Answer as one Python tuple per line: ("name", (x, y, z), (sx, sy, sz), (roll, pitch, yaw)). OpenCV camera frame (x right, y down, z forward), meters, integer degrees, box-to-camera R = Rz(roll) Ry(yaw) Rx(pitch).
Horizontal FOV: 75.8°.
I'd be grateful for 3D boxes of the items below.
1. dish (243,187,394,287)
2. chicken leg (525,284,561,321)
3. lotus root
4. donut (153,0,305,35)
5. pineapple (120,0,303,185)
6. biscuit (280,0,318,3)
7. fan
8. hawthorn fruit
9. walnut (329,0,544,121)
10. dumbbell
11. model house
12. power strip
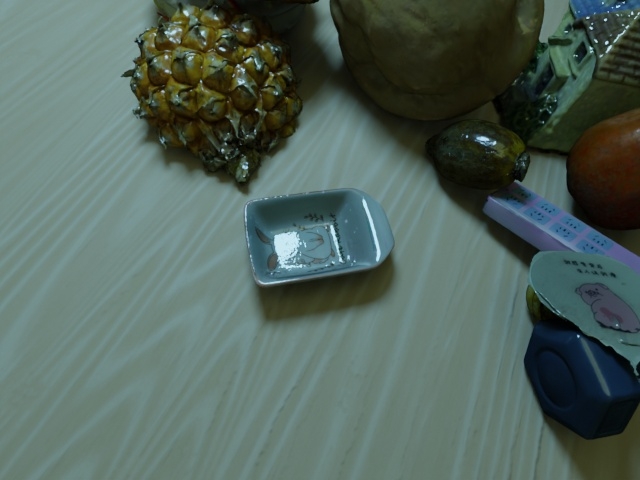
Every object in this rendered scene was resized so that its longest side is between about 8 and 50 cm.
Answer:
("dish", (0.000, 0.000, 0.665), (0.234, 0.064, 0.154), (-9, 62, -9))
("chicken leg", (0.406, 0.073, 0.666), (0.178, 0.070, 0.093), (-28, 50, -32))
("lotus root", (0.271, -0.155, 0.736), (0.120, 0.120, 0.209), (-36, 41, -22))
("donut", (-0.194, -0.582, 0.924), (0.382, 0.142, 0.383), (2, 61, -4))
("pineapple", (-0.161, -0.264, 0.714), (0.344, 0.209, 0.286), (-13, 63, -14))
("biscuit", (-0.116, -0.535, 0.743), (0.296, 0.102, 0.297), (11, 48, -12))
("fan", (0.366, 0.113, 0.504), (0.182, 0.010, 0.310), (6, 41, 6))
("hawthorn fruit", (0.556, -0.132, 0.674), (0.210, 0.262, 0.211), (8, 70, -23))
("walnut", (0.195, -0.428, 0.770), (0.383, 0.384, 0.384), (2, 61, -4))
("dumbbell", (0.462, 0.167, 0.572), (0.316, 0.156, 0.144), (-7, 91, -9))
("model house", (0.519, -0.361, 0.804), (0.261, 0.266, 0.321), (6, 61, -7))
("power strip", (0.401, -0.007, 0.682), (0.109, 0.038, 0.279), (-23, 53, -38))
